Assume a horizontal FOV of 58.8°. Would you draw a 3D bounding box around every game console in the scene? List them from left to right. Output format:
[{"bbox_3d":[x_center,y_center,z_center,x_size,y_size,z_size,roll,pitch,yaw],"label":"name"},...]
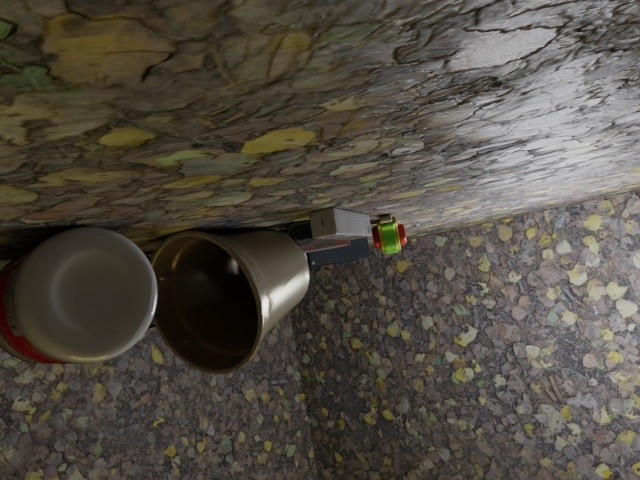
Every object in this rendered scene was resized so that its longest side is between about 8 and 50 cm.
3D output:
[{"bbox_3d":[-0.044,-0.041,1.527,0.122,0.071,0.107,-8,-155,-20],"label":"game console"}]

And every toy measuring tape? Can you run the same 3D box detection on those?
[{"bbox_3d":[0.222,-0.015,1.836,0.121,0.122,0.330,-11,176,7],"label":"toy measuring tape"}]

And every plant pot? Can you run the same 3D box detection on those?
[{"bbox_3d":[-0.194,0.107,1.384,0.333,0.334,0.305,-13,-173,32],"label":"plant pot"}]

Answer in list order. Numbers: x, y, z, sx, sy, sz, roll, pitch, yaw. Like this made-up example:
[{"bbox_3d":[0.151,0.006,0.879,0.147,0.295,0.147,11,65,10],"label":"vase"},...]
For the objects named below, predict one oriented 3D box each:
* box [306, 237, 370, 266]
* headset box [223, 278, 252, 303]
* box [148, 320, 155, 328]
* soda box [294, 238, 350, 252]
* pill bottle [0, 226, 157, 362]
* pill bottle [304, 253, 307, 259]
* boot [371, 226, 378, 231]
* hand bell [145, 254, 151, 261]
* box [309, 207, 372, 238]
[{"bbox_3d":[0.050,0.048,2.369,0.261,0.103,0.184,-8,179,-18],"label":"box"},{"bbox_3d":[-0.249,0.143,1.596,0.110,0.218,0.293,-37,177,43],"label":"headset box"},{"bbox_3d":[-0.536,0.142,1.471,0.060,0.216,0.270,-47,172,5],"label":"box"},{"bbox_3d":[0.000,0.000,1.836,0.183,0.063,0.058,-10,176,-13],"label":"soda box"},{"bbox_3d":[-0.494,0.118,1.078,0.229,0.229,0.407,-7,175,-40],"label":"pill bottle"},{"bbox_3d":[-0.148,0.083,2.052,0.180,0.108,0.108,-21,171,29],"label":"pill bottle"},{"bbox_3d":[0.190,-0.030,2.072,0.114,0.037,0.106,-14,162,12],"label":"boot"},{"bbox_3d":[-0.377,0.055,1.556,0.242,0.126,0.126,-23,172,19],"label":"hand bell"},{"bbox_3d":[0.059,-0.038,1.448,0.063,0.067,0.324,-12,177,19],"label":"box"}]
